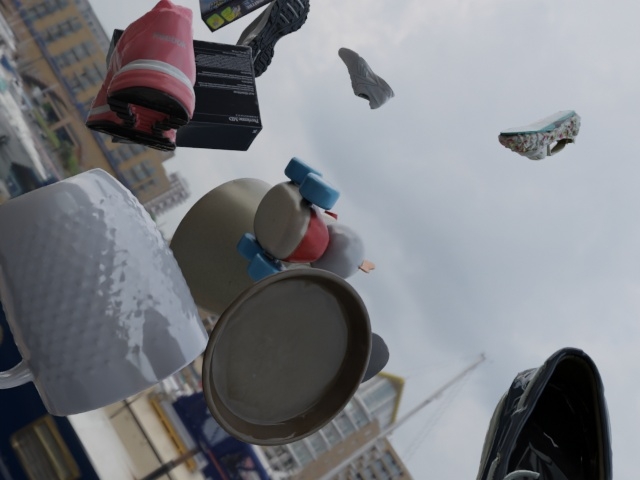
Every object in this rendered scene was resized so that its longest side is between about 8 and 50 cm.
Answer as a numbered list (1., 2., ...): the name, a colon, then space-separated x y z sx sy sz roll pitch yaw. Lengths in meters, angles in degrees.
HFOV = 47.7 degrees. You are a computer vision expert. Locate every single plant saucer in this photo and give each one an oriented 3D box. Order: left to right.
1. plant saucer: -0.049 0.168 1.063 0.041 0.278 0.278 28 -34 55

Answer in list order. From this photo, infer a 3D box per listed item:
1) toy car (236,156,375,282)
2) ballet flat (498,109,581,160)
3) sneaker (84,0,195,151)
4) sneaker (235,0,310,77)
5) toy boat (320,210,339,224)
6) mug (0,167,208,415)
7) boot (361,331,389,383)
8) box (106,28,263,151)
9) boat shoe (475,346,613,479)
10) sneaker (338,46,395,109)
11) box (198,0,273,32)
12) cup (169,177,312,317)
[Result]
1. toy car: 0.000 0.000 1.402 0.238 0.219 0.210 29 11 -26
2. ballet flat: 0.439 -0.199 1.421 0.091 0.241 0.077 12 -64 50
3. sneaker: -0.207 -0.197 0.891 0.314 0.116 0.136 -5 -109 65
4. sneaker: -0.131 -0.522 1.771 0.108 0.271 0.100 30 -11 49
5. toy boat: -0.040 -0.022 2.042 0.267 0.148 0.318 23 6 23
6. mug: -0.405 0.084 1.133 0.276 0.374 0.328 -2 -70 62
7. boot: 0.003 0.270 1.461 0.112 0.305 0.115 60 -33 15
8. box: -0.255 -0.274 1.346 0.103 0.261 0.184 -45 -131 55
9. boat shoe: 0.139 0.179 0.450 0.095 0.254 0.079 23 -41 9
10. sneaker: 0.081 -0.331 1.473 0.152 0.061 0.054 49 6 11
11. box: -0.106 -0.436 1.202 0.036 0.207 0.114 49 23 -51
12. cup: -0.136 0.058 1.603 0.237 0.331 0.331 35 -25 37
